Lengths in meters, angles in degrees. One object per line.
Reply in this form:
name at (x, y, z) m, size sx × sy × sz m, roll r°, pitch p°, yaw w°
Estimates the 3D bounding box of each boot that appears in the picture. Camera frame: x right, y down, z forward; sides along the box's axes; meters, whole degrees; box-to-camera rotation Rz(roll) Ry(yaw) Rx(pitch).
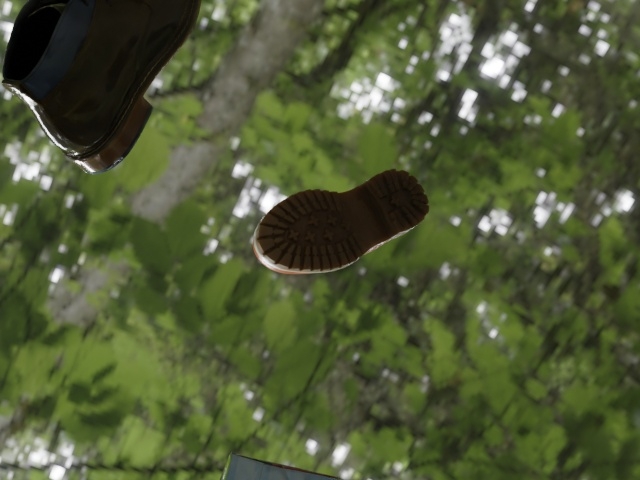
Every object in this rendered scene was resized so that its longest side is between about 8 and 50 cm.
boot at (0.000, 0.000, 1.131) m, size 0.158 × 0.084 × 0.059 m, roll -16°, pitch -102°, yaw -45°
boot at (-0.155, -0.168, 1.164) m, size 0.106 × 0.082 × 0.219 m, roll 40°, pitch -120°, yaw -49°

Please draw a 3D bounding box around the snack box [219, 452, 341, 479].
snack box at (-0.046, 0.222, 0.928) m, size 0.070 × 0.207 × 0.175 m, roll 14°, pitch -103°, yaw -3°
